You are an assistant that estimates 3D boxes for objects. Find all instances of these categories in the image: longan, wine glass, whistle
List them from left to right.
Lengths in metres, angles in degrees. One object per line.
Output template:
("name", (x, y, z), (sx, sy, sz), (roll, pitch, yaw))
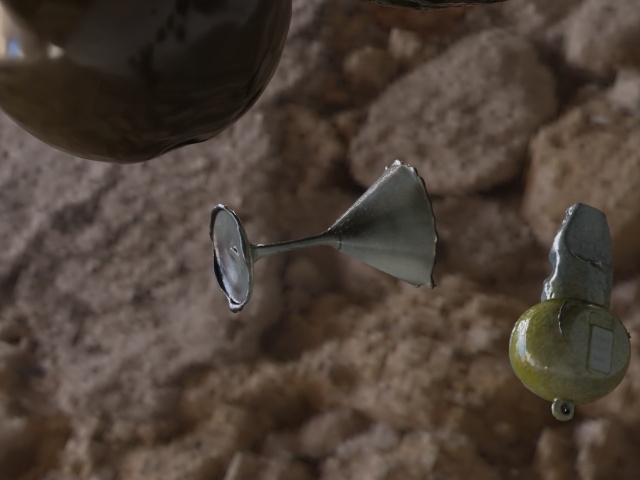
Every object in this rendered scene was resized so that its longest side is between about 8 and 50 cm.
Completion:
("longan", (-0.176, -0.227, 1.647), (0.319, 0.319, 0.319), (-19, -64, -45))
("wine glass", (0.000, 0.000, 2.134), (0.232, 0.156, 0.156), (-11, -68, -22))
("whistle", (0.247, 0.073, 1.884), (0.123, 0.122, 0.223), (33, -122, -49))

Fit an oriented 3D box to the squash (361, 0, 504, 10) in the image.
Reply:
("squash", (0.054, -0.210, 0.900), (0.172, 0.218, 0.218), (25, -97, -36))
